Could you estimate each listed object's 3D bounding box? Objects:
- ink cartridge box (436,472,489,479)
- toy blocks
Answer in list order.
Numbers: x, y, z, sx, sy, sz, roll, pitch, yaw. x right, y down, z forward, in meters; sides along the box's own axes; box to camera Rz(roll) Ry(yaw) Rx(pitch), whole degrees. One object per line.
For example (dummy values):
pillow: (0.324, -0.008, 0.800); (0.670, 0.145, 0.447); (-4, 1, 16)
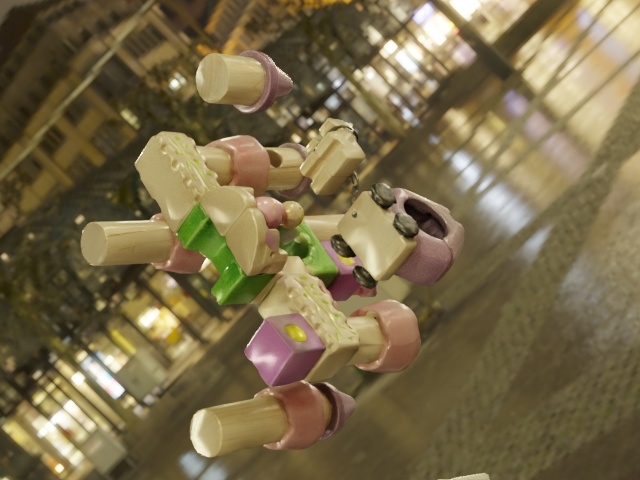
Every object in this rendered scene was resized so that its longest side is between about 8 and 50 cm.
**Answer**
ink cartridge box: (-0.012, 0.398, 1.170); (0.385, 0.308, 0.091); (-6, 4, -13)
toy blocks: (0.000, 0.000, 1.052); (0.260, 0.289, 0.309); (-2, -41, -48)
